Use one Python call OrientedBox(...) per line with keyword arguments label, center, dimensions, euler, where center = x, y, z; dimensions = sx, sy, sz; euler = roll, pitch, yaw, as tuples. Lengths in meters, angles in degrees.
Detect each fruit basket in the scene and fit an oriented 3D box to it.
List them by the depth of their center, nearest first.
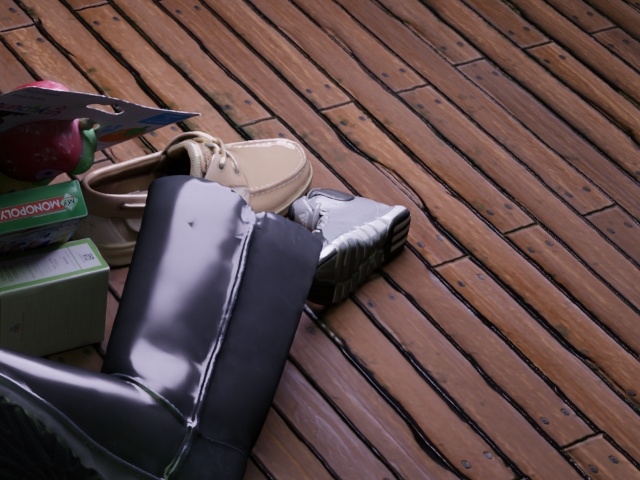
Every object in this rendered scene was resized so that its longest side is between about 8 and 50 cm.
OrientedBox(label="fruit basket", center=(-0.354, -0.088, 1.978), dimensions=(0.353, 0.165, 0.327), euler=(-11, -7, 26))

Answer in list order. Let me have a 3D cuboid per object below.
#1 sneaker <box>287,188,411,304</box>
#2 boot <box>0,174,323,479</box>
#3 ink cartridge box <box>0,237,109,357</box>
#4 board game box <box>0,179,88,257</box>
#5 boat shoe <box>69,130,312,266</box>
OrientedBox(label="sneaker", center=(0.000, 0.000, 2.183), dimensions=(0.132, 0.086, 0.229), euler=(25, 29, 25))
OrientedBox(label="boot", center=(-0.197, 0.083, 1.861), dimensions=(0.367, 0.146, 0.445), euler=(37, 44, -19))
OrientedBox(label="ink cartridge box", center=(-0.337, 0.076, 1.973), dimensions=(0.209, 0.109, 0.062), euler=(-14, 44, -28))
OrientedBox(label="board game box", center=(-0.428, 0.019, 1.950), dimensions=(0.317, 0.213, 0.046), euler=(-13, 76, -27))
OrientedBox(label="boat shoe", center=(-0.145, -0.069, 2.201), dimensions=(0.341, 0.110, 0.121), euler=(-22, 48, -35))
